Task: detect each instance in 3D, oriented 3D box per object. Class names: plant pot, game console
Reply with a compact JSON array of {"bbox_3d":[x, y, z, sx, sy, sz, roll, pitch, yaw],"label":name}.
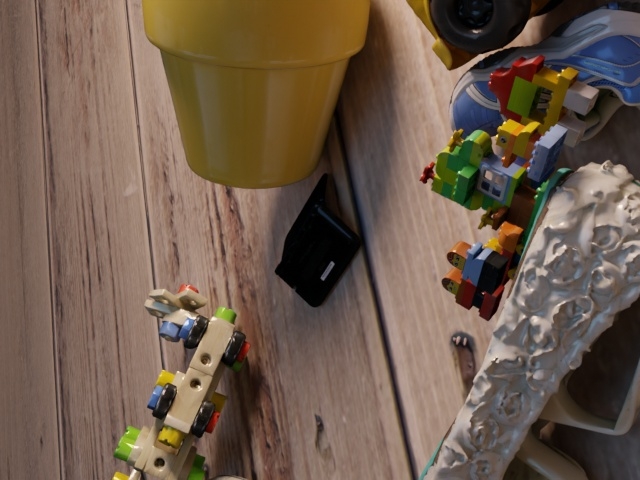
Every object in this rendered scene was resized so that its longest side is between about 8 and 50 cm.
[{"bbox_3d":[-0.075,-0.199,1.002,0.254,0.254,0.239,42,136,50],"label":"plant pot"},{"bbox_3d":[0.000,0.000,1.051,0.107,0.071,0.122,42,127,15],"label":"game console"}]

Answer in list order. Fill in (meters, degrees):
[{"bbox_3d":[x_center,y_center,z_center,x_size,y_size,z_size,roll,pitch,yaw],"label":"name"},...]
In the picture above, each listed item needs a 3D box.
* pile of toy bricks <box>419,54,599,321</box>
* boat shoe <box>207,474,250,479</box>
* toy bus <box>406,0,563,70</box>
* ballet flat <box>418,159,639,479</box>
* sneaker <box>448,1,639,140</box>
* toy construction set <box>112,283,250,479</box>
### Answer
[{"bbox_3d":[0.131,-0.043,0.700,0.105,0.118,0.212,30,140,23],"label":"pile of toy bricks"},{"bbox_3d":[-0.062,0.444,0.961,0.500,0.156,0.186,45,124,51],"label":"boat shoe"},{"bbox_3d":[0.136,-0.281,0.683,0.211,0.149,0.220,50,135,2],"label":"toy bus"},{"bbox_3d":[0.169,0.138,0.681,0.147,0.147,0.408,47,125,48],"label":"ballet flat"},{"bbox_3d":[0.186,-0.120,0.722,0.211,0.080,0.081,-24,65,54],"label":"sneaker"},{"bbox_3d":[-0.190,0.208,1.192,0.215,0.151,0.327,122,157,-65],"label":"toy construction set"}]
